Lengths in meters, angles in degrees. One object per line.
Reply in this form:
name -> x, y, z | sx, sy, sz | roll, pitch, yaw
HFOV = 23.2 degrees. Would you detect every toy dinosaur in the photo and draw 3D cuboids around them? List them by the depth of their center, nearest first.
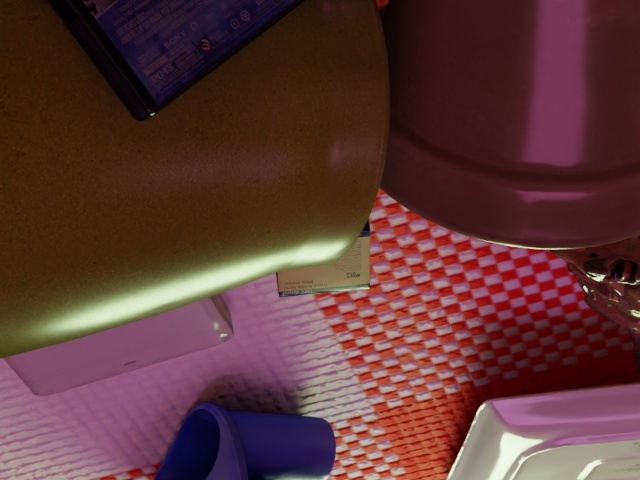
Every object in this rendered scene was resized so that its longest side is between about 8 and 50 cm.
toy dinosaur -> 0.285, 0.033, 1.404 | 0.200, 0.127, 0.295 | 7, 157, -1

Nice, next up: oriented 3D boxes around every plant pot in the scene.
plant pot -> -0.158, -0.091, 1.023 | 0.353, 0.366, 0.366 | -4, 144, -24
plant pot -> 0.149, -0.163, 1.035 | 0.263, 0.263, 0.229 | -4, 132, -4

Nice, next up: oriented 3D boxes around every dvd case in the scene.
dvd case -> -0.115, -0.215, 0.885 | 0.253, 0.180, 0.022 | 54, 146, -9

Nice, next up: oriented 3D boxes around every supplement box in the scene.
supplement box -> 0.000, 0.000, 1.357 | 0.083, 0.056, 0.083 | -6, 142, -2

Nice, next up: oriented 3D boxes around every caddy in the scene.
caddy -> -0.101, 0.314, 1.597 | 0.179, 0.241, 0.341 | 3, 141, -23

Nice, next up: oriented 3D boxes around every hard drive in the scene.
hard drive -> -0.219, 0.020, 1.355 | 0.203, 0.040, 0.307 | -17, 142, 7

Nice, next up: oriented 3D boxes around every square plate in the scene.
square plate -> 0.319, 0.217, 1.618 | 0.347, 0.049, 0.344 | -4, 158, -4
